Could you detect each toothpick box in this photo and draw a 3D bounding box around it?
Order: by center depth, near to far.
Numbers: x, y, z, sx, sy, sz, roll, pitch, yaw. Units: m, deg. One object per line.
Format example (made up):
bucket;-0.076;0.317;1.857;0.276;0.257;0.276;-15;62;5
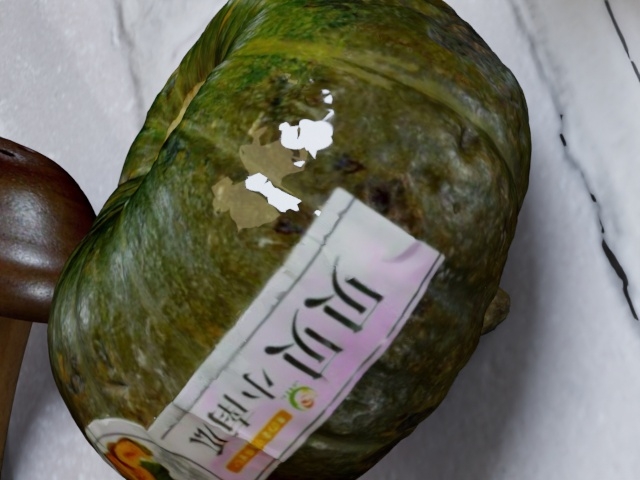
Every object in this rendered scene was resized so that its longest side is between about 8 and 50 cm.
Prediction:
toothpick box;-0.242;0.076;0.897;0.192;0.192;0.294;31;104;49

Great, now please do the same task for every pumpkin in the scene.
pumpkin;0.002;0.002;0.656;0.260;0.189;0.260;-52;17;23
